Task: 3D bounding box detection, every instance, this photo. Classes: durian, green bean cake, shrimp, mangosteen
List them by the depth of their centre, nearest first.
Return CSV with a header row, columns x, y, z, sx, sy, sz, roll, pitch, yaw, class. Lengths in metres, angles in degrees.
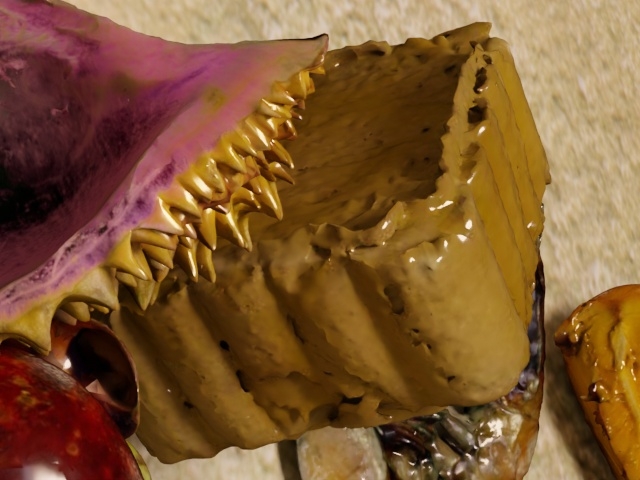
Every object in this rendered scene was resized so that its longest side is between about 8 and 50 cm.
x,y,z,sx,sy,sz,roll,pitch,yaw,class
-0.156,-0.023,0.546,0.186,0.260,0.154,-46,153,-34,durian
-0.129,0.117,0.586,0.146,0.156,0.181,55,16,17,mangosteen
0.000,0.000,0.714,0.131,0.224,0.229,63,27,-27,green bean cake
0.074,0.064,0.914,0.233,0.071,0.365,13,81,-48,shrimp

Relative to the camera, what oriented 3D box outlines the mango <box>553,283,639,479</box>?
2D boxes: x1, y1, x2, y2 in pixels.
x,y,z,sx,sy,sz,roll,pitch,yaw,class
0.283,0.142,1.145,0.154,0.126,0.252,-92,157,-49,mango
